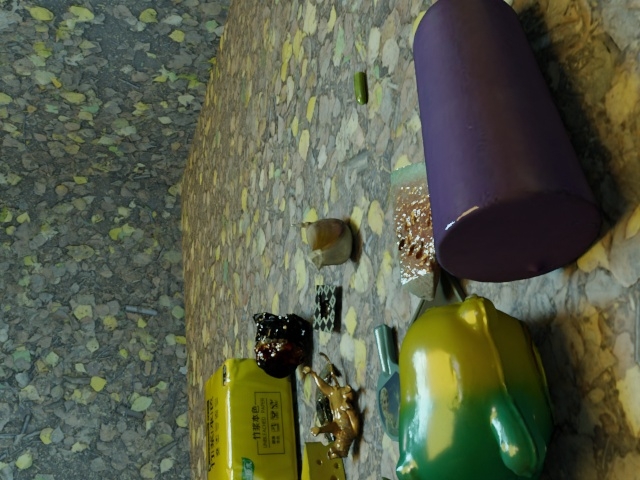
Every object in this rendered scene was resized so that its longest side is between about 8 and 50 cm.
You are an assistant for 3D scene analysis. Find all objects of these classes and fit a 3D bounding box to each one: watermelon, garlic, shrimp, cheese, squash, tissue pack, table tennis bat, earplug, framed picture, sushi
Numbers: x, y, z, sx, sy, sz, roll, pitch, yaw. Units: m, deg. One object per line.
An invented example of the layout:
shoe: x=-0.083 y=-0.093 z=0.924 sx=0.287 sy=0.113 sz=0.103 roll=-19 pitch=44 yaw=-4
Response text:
watermelon: x=0.192 y=-0.015 z=1.298 sx=0.154 sy=0.095 sz=0.241 roll=-14 pitch=65 yaw=59
garlic: x=0.006 y=-0.006 z=1.769 sx=0.198 sy=0.129 sz=0.090 roll=-120 pitch=23 yaw=-53
shrimp: x=0.023 y=0.391 z=1.795 sx=0.195 sy=0.035 sz=0.147 roll=-104 pitch=29 yaw=-45
cheese: x=0.005 y=0.559 z=1.715 sx=0.126 sy=0.093 sz=0.171 roll=129 pitch=141 yaw=-62
squash: x=0.095 y=-0.360 z=1.742 sx=0.027 sy=0.028 sz=0.083 roll=133 pitch=138 yaw=-61
tissue pack: x=-0.208 y=0.559 z=2.113 sx=0.293 sy=0.229 sz=0.381 roll=131 pitch=138 yaw=-57
table tennis bat: x=0.144 y=0.283 z=1.470 sx=0.149 sy=0.038 sz=0.237 roll=127 pitch=139 yaw=-58
earplug: x=0.239 y=-0.181 z=1.056 sx=0.215 sy=0.215 sz=0.455 roll=121 pitch=150 yaw=-52
framed picture: x=0.222 y=0.181 z=1.282 sx=0.260 sy=0.023 sz=0.189 roll=-111 pitch=31 yaw=-49
sushi: x=0.021 y=0.173 z=1.849 sx=0.126 sy=0.026 sz=0.120 roll=176 pitch=100 yaw=-66
sushi: x=-0.111 y=0.295 z=2.009 sx=0.172 sy=0.153 sz=0.150 roll=-15 pitch=50 yaw=49

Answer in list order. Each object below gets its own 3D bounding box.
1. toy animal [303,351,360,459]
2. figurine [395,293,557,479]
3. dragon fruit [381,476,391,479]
toy animal: x=0.039 y=0.363 z=1.688 sx=0.116 sy=0.114 sz=0.255 roll=52 pitch=-158 yaw=-45
figurine: x=0.206 y=0.249 z=1.017 sx=0.323 sy=0.232 sz=0.339 roll=135 pitch=131 yaw=-69
dragon fruit: x=0.132 y=0.517 z=1.306 sx=0.135 sy=0.137 sz=0.236 roll=-52 pitch=16 yaw=-14
